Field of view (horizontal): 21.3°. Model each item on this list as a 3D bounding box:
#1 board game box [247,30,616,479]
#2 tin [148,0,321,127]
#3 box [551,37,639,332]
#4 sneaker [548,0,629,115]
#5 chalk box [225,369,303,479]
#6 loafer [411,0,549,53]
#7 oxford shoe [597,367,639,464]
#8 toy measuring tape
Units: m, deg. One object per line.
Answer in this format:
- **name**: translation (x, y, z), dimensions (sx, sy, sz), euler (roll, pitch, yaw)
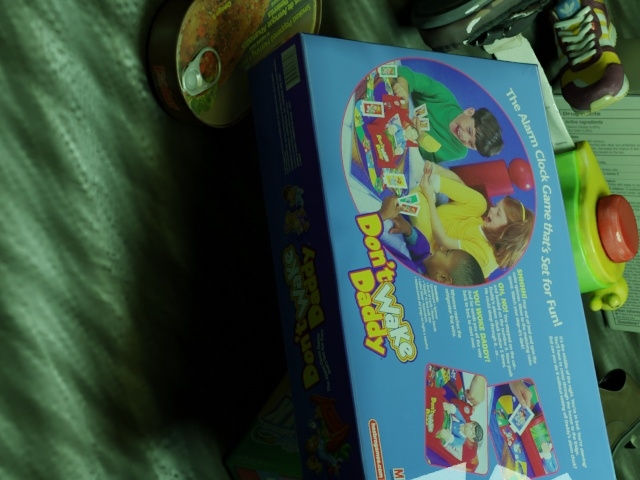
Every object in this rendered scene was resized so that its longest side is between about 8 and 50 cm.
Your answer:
- **board game box**: translation (0.083, 0.028, 1.282), dimensions (0.233, 0.078, 0.347), euler (3, 70, -34)
- **tin**: translation (-0.064, -0.160, 1.310), dimensions (0.190, 0.040, 0.106), euler (-46, 125, -41)
- **box**: translation (0.360, -0.055, 1.826), dimensions (0.121, 0.148, 0.311), euler (-50, 133, -41)
- **sneaker**: translation (0.259, -0.198, 1.704), dimensions (0.084, 0.069, 0.185), euler (57, 19, -28)
- **chalk box**: translation (0.057, 0.194, 1.400), dimensions (0.289, 0.179, 0.180), euler (-53, 134, -36)
- **loafer**: translation (0.188, -0.236, 1.589), dimensions (0.302, 0.109, 0.095), euler (-46, 121, -46)
- **oxford shoe**: translation (0.270, 0.206, 1.801), dimensions (0.227, 0.083, 0.096), euler (-36, 103, -48)
- **toy measuring tape**: translation (0.231, -0.051, 1.677), dimensions (0.121, 0.121, 0.330), euler (-53, 126, -37)
